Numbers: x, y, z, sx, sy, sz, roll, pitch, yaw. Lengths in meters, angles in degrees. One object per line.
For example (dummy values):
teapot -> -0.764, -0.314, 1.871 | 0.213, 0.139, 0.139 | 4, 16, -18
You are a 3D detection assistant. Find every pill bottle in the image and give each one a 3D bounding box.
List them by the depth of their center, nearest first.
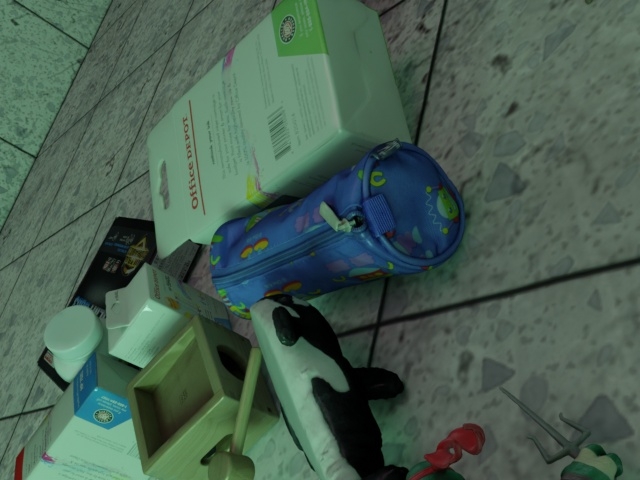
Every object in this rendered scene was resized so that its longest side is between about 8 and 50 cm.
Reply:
pill bottle -> -0.288, 0.160, 1.048 | 0.094, 0.169, 0.094 | -9, 49, 11

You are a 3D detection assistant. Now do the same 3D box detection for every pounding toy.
pounding toy -> -0.096, 0.182, 0.834 | 0.181, 0.094, 0.206 | -45, 40, 14

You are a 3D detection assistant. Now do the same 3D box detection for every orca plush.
orca plush -> 0.024, 0.123, 0.676 | 0.102, 0.151, 0.287 | -16, 17, -12

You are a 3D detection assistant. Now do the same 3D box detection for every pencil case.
pencil case -> 0.000, 0.000, 0.810 | 0.306, 0.133, 0.120 | -21, 83, 49

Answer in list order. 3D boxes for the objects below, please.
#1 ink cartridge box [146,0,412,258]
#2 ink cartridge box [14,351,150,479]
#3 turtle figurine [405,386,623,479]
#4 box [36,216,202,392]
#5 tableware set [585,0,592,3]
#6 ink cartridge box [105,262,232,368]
ink cartridge box -> -0.069, -0.121, 0.986 | 0.353, 0.119, 0.207 | -31, 60, 40
ink cartridge box -> -0.283, 0.266, 0.992 | 0.231, 0.134, 0.078 | -51, 30, 12
turtle figurine -> 0.106, 0.205, 0.467 | 0.175, 0.118, 0.234 | -57, 36, 27
box -> -0.329, 0.108, 1.287 | 0.295, 0.073, 0.294 | 9, 70, 60
tableware set -> 0.307, -0.292, 0.722 | 0.168, 0.020, 0.141 | -4, 57, 58
ink cartridge box -> -0.195, 0.104, 0.999 | 0.090, 0.143, 0.092 | -51, 30, 13
